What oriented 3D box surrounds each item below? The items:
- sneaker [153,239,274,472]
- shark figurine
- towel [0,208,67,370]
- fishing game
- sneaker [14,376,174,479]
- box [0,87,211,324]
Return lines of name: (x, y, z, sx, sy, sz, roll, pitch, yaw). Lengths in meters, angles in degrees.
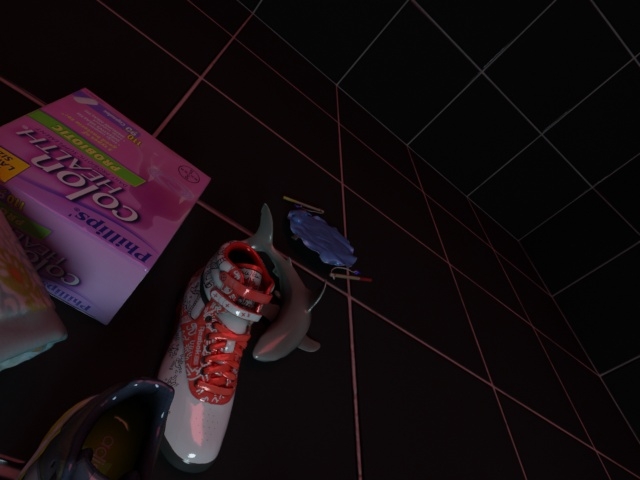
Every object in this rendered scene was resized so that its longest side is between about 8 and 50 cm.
sneaker: (-0.124, 0.118, 0.525, 0.090, 0.145, 0.270, 29, 33, -30)
shark figurine: (-0.044, 0.076, 0.731, 0.166, 0.116, 0.278, 25, 36, -37)
towel: (-0.314, -0.043, 0.212, 0.320, 0.090, 0.374, 64, -2, 1)
fishing game: (0.000, 0.000, 0.968, 0.189, 0.041, 0.264, 13, 34, -47)
sneaker: (-0.200, 0.219, 0.311, 0.111, 0.121, 0.299, 36, 29, -18)
box: (-0.292, -0.056, 0.556, 0.214, 0.117, 0.242, 37, 30, -17)
